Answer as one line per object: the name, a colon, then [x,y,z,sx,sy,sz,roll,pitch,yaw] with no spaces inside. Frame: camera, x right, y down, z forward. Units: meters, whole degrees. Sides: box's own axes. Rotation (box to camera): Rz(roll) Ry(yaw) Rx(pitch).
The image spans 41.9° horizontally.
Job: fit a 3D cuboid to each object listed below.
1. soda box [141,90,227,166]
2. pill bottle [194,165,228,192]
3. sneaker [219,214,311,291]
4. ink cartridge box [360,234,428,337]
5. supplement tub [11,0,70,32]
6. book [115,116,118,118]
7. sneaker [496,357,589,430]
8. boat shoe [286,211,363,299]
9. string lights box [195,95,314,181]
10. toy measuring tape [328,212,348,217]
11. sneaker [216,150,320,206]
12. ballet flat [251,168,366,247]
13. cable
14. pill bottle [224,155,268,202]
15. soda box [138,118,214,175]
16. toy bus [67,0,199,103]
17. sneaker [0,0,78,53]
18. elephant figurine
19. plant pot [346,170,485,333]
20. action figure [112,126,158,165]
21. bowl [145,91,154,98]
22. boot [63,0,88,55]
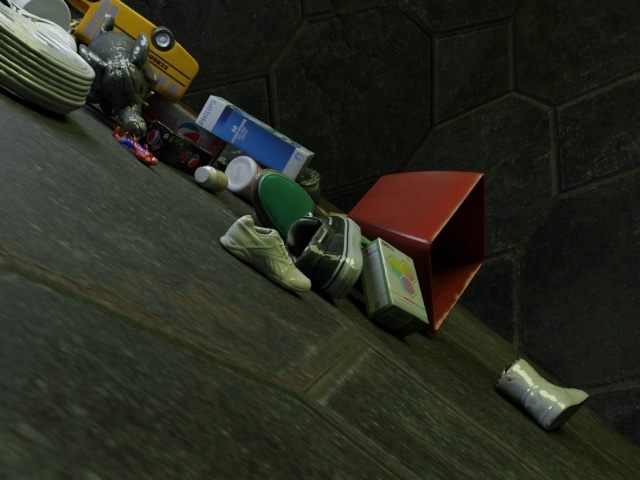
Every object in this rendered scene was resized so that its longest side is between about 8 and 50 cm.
soda box: [-0.350,-0.282,1.995,0.263,0.083,0.092,35,7,-17]
pill bottle: [-0.215,-0.121,1.638,0.043,0.043,0.083,38,5,18]
sneaker: [-0.068,0.022,1.210,0.152,0.061,0.054,36,3,-18]
ink cartridge box: [0.128,0.067,1.570,0.109,0.062,0.209,31,37,-39]
supplement tub: [-0.631,-0.498,1.763,0.199,0.144,0.144,39,6,32]
book: [-0.436,-0.324,1.728,0.144,0.096,0.035,36,5,2]
sneaker: [0.482,0.324,1.829,0.169,0.108,0.292,42,8,26]
boat shoe: [0.000,0.000,1.511,0.119,0.121,0.335,36,6,-12]
string lights box: [-0.148,-0.233,1.927,0.259,0.077,0.133,31,8,0]
toy measuring tape: [0.032,-0.008,2.129,0.330,0.121,0.121,11,-12,38]
sneaker: [-0.137,-0.135,2.103,0.319,0.131,0.112,23,40,34]
ballet flat: [-0.044,-0.036,1.728,0.342,0.116,0.124,33,-14,-37]
cable: [-0.460,-0.285,1.248,0.257,0.089,0.257,33,6,-29]
pill bottle: [-0.144,-0.128,1.931,0.087,0.087,0.160,39,6,34]
soda box: [-0.279,-0.177,1.632,0.053,0.060,0.169,39,5,23]
toy bus: [-0.429,-0.455,1.865,0.332,0.130,0.108,33,7,-19]
sneaker: [-0.564,-0.390,1.508,0.235,0.094,0.153,36,6,5]
elephant figurine: [-0.370,-0.311,1.561,0.186,0.169,0.239,38,-4,-18]
plant pot: [0.203,-0.001,1.863,0.235,0.267,0.267,18,-42,28]
action figure: [-0.312,-0.158,1.431,0.115,0.030,0.038,42,2,33]
bowl: [-0.456,-0.339,1.828,0.170,0.080,0.170,35,4,-3]
boot: [-0.643,-0.535,2.057,0.284,0.138,0.377,35,9,4]
